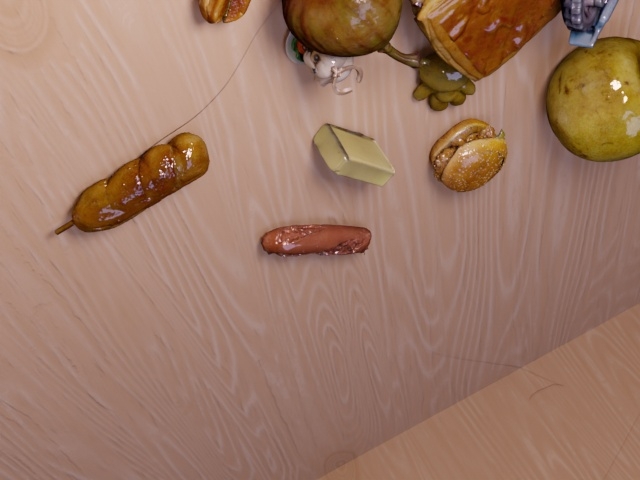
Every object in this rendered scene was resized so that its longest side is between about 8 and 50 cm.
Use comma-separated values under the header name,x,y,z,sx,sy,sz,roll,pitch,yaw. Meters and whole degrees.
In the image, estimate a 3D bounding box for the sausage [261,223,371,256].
name,x,y,z,sx,sy,sz,roll,pitch,yaw
sausage,0.002,-0.001,2.222,0.327,0.079,0.087,-1,161,-39

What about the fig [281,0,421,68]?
name,x,y,z,sx,sy,sz,roll,pitch,yaw
fig,0.084,-0.389,1.624,0.217,0.217,0.321,-41,133,13

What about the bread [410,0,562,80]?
name,x,y,z,sx,sy,sz,roll,pitch,yaw
bread,0.301,-0.486,1.751,0.277,0.167,0.324,-42,143,13

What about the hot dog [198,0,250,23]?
name,x,y,z,sx,sy,sz,roll,pitch,yaw
hot dog,-0.140,-0.467,1.506,0.100,0.068,0.249,-15,147,-42

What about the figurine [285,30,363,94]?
name,x,y,z,sx,sy,sz,roll,pitch,yaw
figurine,0.021,-0.344,1.719,0.132,0.153,0.132,-22,146,-16

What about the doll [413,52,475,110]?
name,x,y,z,sx,sy,sz,roll,pitch,yaw
doll,0.272,-0.352,1.997,0.137,0.097,0.209,0,163,7

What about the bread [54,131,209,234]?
name,x,y,z,sx,sy,sz,roll,pitch,yaw
bread,-0.369,-0.095,1.789,0.344,0.084,0.124,-31,147,0

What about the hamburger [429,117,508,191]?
name,x,y,z,sx,sy,sz,roll,pitch,yaw
hamburger,0.358,-0.201,2.219,0.191,0.118,0.181,-4,135,-29

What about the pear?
name,x,y,z,sx,sy,sz,roll,pitch,yaw
pear,0.691,-0.327,2.172,0.304,0.304,0.304,-22,145,-16

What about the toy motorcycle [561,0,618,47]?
name,x,y,z,sx,sy,sz,roll,pitch,yaw
toy motorcycle,0.582,-0.557,1.790,0.416,0.172,0.232,-65,148,-18

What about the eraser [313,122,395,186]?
name,x,y,z,sx,sy,sz,roll,pitch,yaw
eraser,0.074,-0.187,2.002,0.172,0.117,0.058,11,132,-46
